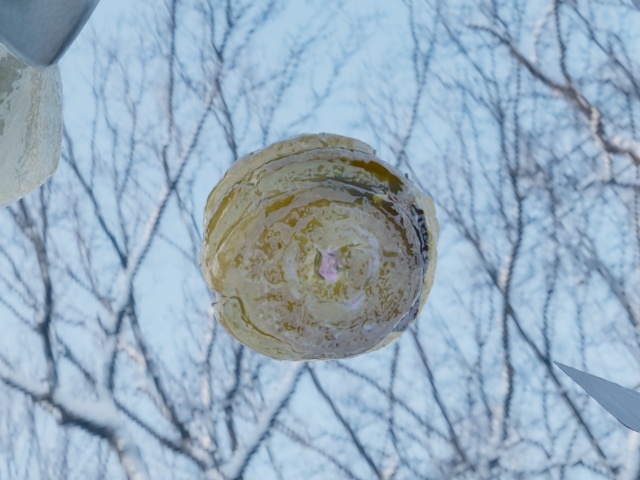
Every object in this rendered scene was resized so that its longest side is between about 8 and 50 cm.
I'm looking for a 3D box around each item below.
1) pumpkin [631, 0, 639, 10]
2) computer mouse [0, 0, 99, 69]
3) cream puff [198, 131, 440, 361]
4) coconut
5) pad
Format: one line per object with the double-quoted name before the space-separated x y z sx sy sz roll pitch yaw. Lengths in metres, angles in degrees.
"pumpkin" 0.340 -0.235 0.961 0.266 0.363 0.363 -41 -50 -7
"computer mouse" -0.139 -0.274 0.716 0.090 0.167 0.379 -3 -80 10
"cream puff" 0.000 0.000 1.117 0.189 0.129 0.189 -6 -64 -12
"coconut" -0.318 -0.114 1.228 0.241 0.241 0.241 -10 -52 -13
"pad" 0.279 0.148 1.271 0.157 0.112 0.003 22 -75 -36
